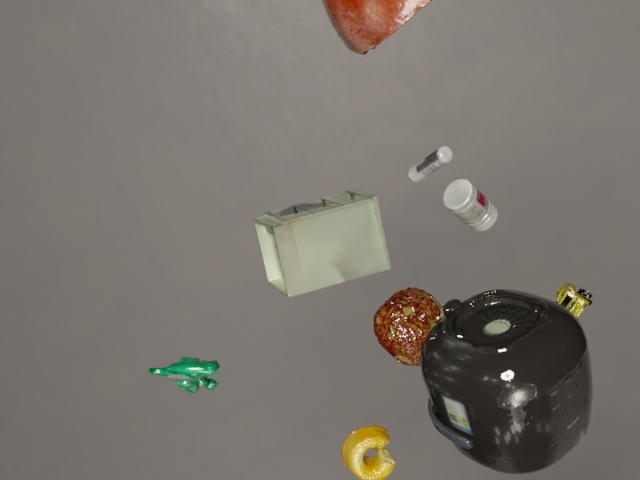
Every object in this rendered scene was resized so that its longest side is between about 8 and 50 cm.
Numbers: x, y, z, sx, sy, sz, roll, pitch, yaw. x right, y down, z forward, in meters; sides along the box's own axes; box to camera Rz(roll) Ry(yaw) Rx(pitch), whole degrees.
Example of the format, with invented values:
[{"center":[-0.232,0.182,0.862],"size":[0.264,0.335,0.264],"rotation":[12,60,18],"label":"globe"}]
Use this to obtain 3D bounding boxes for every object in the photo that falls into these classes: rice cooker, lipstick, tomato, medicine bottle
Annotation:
[{"center":[0.288,0.209,1.414],"size":[0.267,0.224,0.267],"rotation":[-16,27,8],"label":"rice cooker"},{"center":[0.245,-0.170,2.017],"size":[0.040,0.040,0.141],"rotation":[-33,-1,-28],"label":"lipstick"},{"center":[0.104,-0.485,1.502],"size":[0.338,0.144,0.338],"rotation":[-35,32,27],"label":"tomato"},{"center":[0.255,-0.059,1.539],"size":[0.058,0.091,0.058],"rotation":[-23,51,31],"label":"medicine bottle"}]

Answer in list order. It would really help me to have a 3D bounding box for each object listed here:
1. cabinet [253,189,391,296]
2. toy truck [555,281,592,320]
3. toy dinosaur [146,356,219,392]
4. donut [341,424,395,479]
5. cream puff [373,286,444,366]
[{"center":[0.000,0.000,1.708],"size":[0.206,0.150,0.145],"rotation":[-15,12,-16],"label":"cabinet"},{"center":[0.434,0.105,1.562],"size":[0.049,0.054,0.083],"rotation":[-58,-8,18],"label":"toy truck"},{"center":[-0.218,0.211,1.462],"size":[0.132,0.059,0.096],"rotation":[-3,-18,19],"label":"toy dinosaur"},{"center":[0.089,0.394,1.650],"size":[0.097,0.108,0.043],"rotation":[-21,19,-5],"label":"donut"},{"center":[0.170,0.148,1.612],"size":[0.149,0.149,0.084],"rotation":[-33,-4,-30],"label":"cream puff"}]
